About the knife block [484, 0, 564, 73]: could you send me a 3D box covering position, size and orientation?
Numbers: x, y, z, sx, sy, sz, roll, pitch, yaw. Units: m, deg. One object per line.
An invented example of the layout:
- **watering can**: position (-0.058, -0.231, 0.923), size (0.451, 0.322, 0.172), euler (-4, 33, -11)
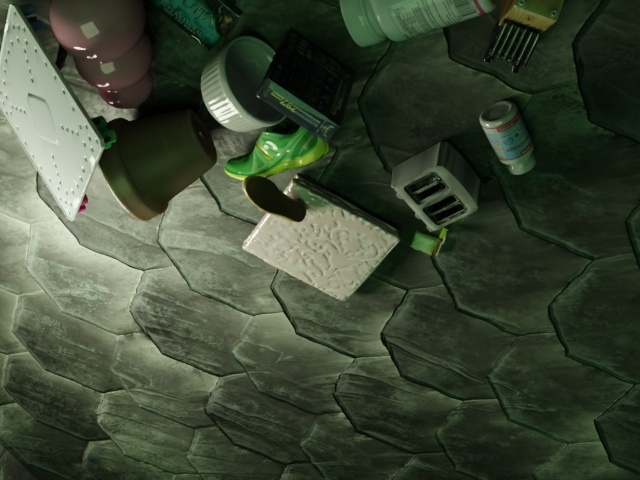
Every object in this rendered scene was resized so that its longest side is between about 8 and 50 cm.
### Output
- **knife block**: position (0.415, -0.481, 1.708), size (0.088, 0.242, 0.275), euler (19, 89, -3)

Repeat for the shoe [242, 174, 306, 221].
- **shoe**: position (-0.124, -0.099, 2.106), size (0.058, 0.076, 0.219), euler (11, 166, 43)

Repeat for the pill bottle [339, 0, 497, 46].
- **pill bottle**: position (0.192, -0.490, 1.695), size (0.283, 0.160, 0.160), euler (-13, 127, 26)

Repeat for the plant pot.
- **plant pot**: position (-0.383, -0.208, 2.089), size (0.229, 0.263, 0.263), euler (-23, 124, 10)

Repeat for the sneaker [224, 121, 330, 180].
- **sneaker**: position (-0.110, -0.224, 2.087), size (0.295, 0.109, 0.123), euler (-14, 99, 32)

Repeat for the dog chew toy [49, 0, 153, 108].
- **dog chew toy**: position (-0.470, -0.433, 1.919), size (0.207, 0.206, 0.332), euler (2, 140, 14)

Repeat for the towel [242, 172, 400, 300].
- **towel**: position (0.000, 0.000, 2.280), size (0.332, 0.053, 0.317), euler (29, 132, -11)

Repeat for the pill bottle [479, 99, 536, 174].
- **pill bottle**: position (0.425, -0.228, 1.922), size (0.087, 0.087, 0.160), euler (-16, 126, 28)

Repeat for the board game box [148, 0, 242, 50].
- **board game box**: position (-0.282, -0.521, 1.894), size (0.186, 0.026, 0.126), euler (37, 131, -18)

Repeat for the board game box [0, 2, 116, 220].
- **board game box**: position (-0.631, -0.291, 2.006), size (0.390, 0.050, 0.390), euler (56, 145, 8)

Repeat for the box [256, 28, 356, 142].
- **box**: position (-0.026, -0.337, 1.848), size (0.183, 0.232, 0.059), euler (31, 130, -14)

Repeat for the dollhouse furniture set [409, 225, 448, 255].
- **dollhouse furniture set**: position (0.280, -0.006, 2.189), size (0.076, 0.058, 0.151), euler (17, 134, 1)

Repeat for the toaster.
- **toaster**: position (0.284, -0.131, 2.037), size (0.186, 0.110, 0.168), euler (-27, 121, 34)

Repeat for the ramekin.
- **ramekin**: position (-0.171, -0.342, 1.913), size (0.109, 0.207, 0.207), euler (-18, 125, 40)
